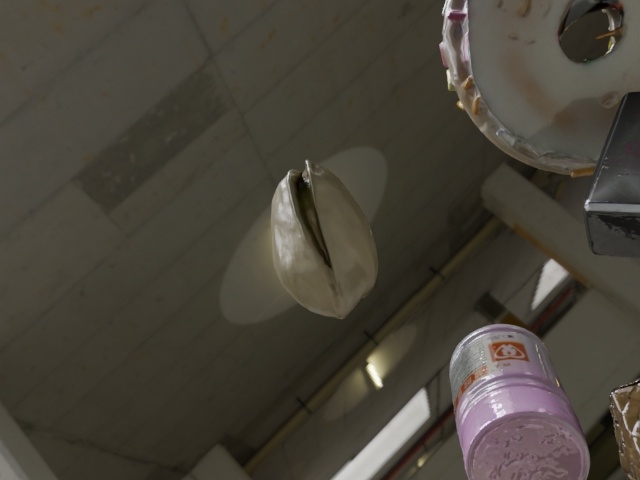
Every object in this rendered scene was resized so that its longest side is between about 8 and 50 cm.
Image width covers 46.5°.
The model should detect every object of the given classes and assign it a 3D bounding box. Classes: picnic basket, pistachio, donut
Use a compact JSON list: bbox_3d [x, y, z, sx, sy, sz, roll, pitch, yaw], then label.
[{"bbox_3d":[0.793,0.453,1.578,0.293,0.337,0.337,-26,-17,18],"label":"picnic basket"},{"bbox_3d":[0.000,0.000,1.476,0.208,0.331,0.226,-12,17,5],"label":"pistachio"},{"bbox_3d":[0.337,-0.277,0.995,0.382,0.382,0.142,-48,9,1],"label":"donut"}]

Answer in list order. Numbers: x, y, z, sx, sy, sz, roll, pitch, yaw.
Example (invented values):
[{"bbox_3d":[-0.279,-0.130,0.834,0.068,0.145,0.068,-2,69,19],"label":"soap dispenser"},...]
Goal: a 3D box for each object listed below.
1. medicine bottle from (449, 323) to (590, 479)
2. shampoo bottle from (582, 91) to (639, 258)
[{"bbox_3d":[0.338,0.301,1.317,0.202,0.202,0.316,-55,6,18],"label":"medicine bottle"},{"bbox_3d":[0.364,-0.089,0.832,0.246,0.080,0.079,-57,-43,-35],"label":"shampoo bottle"}]
